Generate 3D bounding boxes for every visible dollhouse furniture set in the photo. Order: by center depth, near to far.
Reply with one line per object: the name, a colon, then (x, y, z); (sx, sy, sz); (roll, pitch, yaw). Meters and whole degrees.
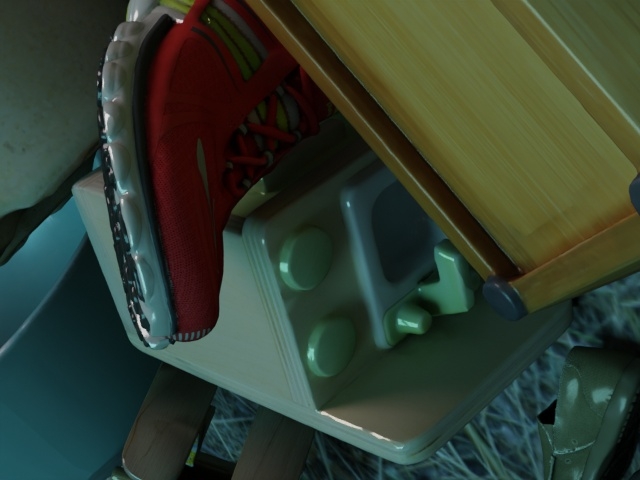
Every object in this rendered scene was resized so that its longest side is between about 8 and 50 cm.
dollhouse furniture set: (-0.044, 0.239, 0.900); (0.242, 0.161, 0.212); (19, 142, 3)

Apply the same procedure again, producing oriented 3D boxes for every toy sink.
toy sink: (0.000, 0.000, 0.707); (0.234, 0.153, 0.131); (18, 134, 43)

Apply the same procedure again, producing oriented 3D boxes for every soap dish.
soap dish: (0.069, -0.106, 0.507); (0.291, 0.118, 0.229); (49, 162, 2)

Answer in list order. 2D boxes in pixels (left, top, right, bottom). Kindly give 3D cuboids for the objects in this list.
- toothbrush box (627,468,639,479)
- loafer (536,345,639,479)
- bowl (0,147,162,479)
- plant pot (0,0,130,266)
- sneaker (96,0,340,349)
toothbrush box: (0.271, 0.215, 0.602); (0.283, 0.122, 0.206); (46, 147, 11)
loafer: (0.150, 0.112, 0.721); (0.050, 0.056, 0.148); (36, 134, 26)
bowl: (-0.224, 0.089, 0.985); (0.163, 0.311, 0.311); (46, 153, -26)
plant pot: (-0.272, -0.136, 0.801); (0.305, 0.334, 0.334); (44, 148, -6)
sneaker: (-0.039, -0.070, 0.606); (0.118, 0.279, 0.107); (3, 138, 1)
